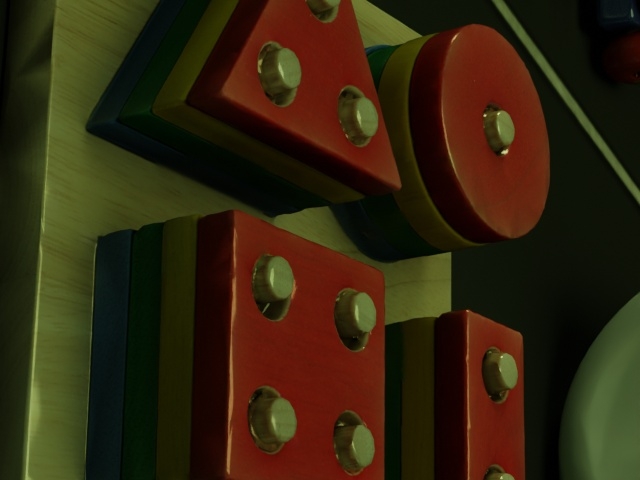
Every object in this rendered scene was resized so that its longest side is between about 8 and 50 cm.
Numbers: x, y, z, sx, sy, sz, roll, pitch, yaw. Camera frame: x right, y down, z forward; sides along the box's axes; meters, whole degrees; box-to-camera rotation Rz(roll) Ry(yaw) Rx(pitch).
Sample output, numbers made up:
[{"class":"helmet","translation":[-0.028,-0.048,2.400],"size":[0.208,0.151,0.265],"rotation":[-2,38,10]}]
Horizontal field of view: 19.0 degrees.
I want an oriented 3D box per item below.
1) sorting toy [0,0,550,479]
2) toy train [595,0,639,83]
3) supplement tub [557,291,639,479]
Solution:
[{"class":"sorting toy","translation":[0.000,0.000,0.720],"size":[0.257,0.089,0.255],"rotation":[24,62,-51]},{"class":"toy train","translation":[0.214,-0.149,1.028],"size":[0.248,0.143,0.105],"rotation":[22,63,-52]},{"class":"supplement tub","translation":[0.274,0.145,0.990],"size":[0.316,0.193,0.194],"rotation":[36,53,-46]}]
